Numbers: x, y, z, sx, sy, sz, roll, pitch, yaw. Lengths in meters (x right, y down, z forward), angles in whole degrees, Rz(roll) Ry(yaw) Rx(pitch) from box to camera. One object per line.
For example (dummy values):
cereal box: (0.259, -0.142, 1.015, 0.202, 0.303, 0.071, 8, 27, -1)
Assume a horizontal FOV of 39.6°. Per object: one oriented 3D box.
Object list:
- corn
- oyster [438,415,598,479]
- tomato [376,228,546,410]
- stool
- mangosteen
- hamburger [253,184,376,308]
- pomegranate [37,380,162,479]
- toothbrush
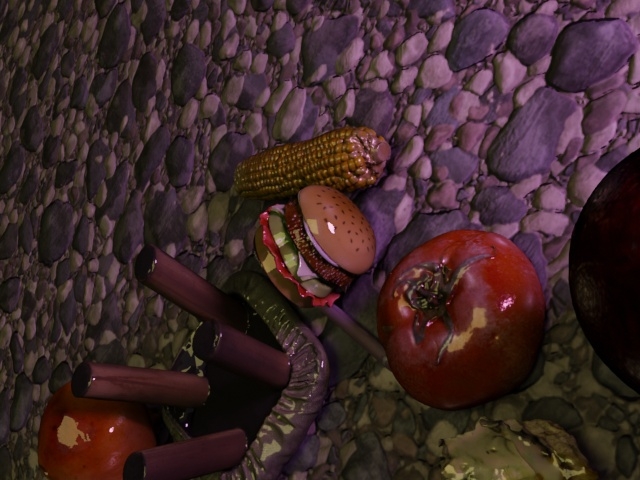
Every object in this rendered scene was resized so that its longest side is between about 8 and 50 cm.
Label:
corn: (-0.022, -0.111, 1.361, 0.320, 0.097, 0.097, -6, 72, 47)
oyster: (0.215, 0.254, 1.009, 0.209, 0.072, 0.133, -56, 47, 45)
tomato: (0.155, 0.092, 1.100, 0.237, 0.095, 0.237, -19, 63, 41)
stool: (-0.183, 0.205, 1.318, 0.310, 0.226, 0.310, 41, 107, 47)
mangosteen: (0.360, 0.036, 0.776, 0.297, 0.297, 0.293, 48, 149, 44)
hamburger: (0.000, 0.002, 1.244, 0.137, 0.175, 0.175, -35, 53, 25)
pomegranate: (-0.376, 0.326, 1.490, 0.209, 0.209, 0.209, -18, 64, 41)
toothbrush: (0.000, 0.094, 1.307, 0.354, 0.029, 0.024, 37, 117, 46)
